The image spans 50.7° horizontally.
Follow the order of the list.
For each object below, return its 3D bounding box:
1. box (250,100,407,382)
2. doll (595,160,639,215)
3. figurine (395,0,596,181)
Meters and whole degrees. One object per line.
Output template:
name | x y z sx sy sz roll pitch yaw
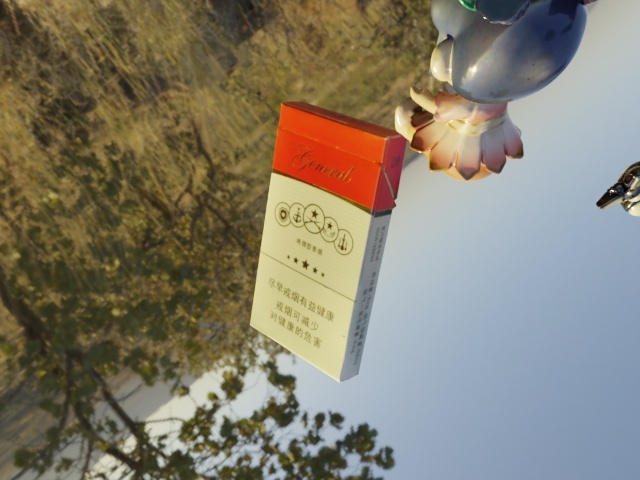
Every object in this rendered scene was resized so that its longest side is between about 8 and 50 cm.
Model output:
box | 0.000 0.000 0.654 0.035 0.139 0.245 -11 117 -46
doll | 0.465 -0.086 0.909 0.219 0.067 0.091 -18 160 -25
figurine | 0.116 -0.119 0.445 0.112 0.102 0.195 -27 151 -16
